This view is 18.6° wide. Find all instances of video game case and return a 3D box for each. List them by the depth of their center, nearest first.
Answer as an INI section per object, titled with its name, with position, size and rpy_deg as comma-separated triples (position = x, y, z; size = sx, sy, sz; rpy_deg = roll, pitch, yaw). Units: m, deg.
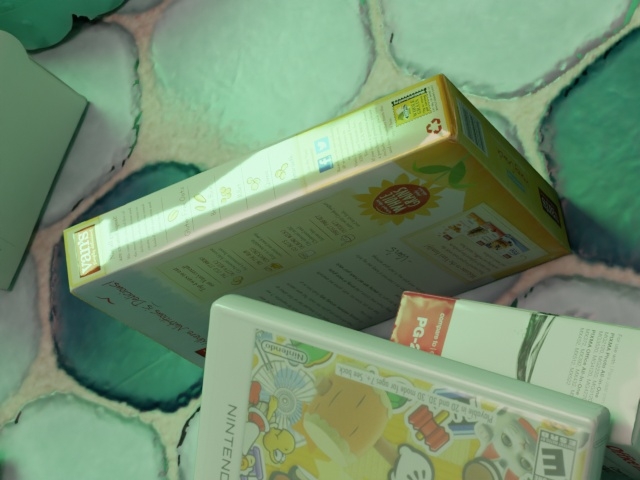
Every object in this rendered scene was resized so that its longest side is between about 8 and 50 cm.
[video game case]
position = 0.030, 0.154, 1.026
size = 0.227, 0.026, 0.206
rpy_deg = 16, 109, 27

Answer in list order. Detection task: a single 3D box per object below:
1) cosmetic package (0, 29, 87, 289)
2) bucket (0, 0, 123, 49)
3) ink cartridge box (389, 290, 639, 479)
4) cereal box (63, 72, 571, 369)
[cosmetic package]
position = -0.370, -0.102, 1.342
size = 0.365, 0.197, 0.155
rpy_deg = 15, 78, 34
[bucket]
position = -0.238, -0.287, 1.353
size = 0.281, 0.183, 0.281
rpy_deg = -11, 65, 24
[ink cartridge box]
position = 0.123, 0.080, 1.041
size = 0.150, 0.109, 0.063
rpy_deg = 9, 76, 32
[cereal box]
position = 0.000, 0.000, 1.106
size = 0.240, 0.173, 0.047
rpy_deg = -20, 61, 20
